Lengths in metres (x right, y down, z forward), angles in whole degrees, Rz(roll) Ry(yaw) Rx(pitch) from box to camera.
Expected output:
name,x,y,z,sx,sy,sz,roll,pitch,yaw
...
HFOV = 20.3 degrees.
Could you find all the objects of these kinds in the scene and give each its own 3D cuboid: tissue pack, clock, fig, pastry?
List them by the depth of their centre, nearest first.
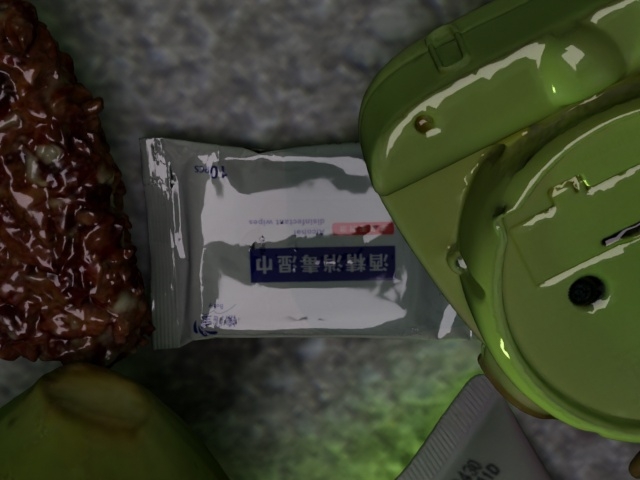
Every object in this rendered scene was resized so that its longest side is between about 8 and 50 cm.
name,x,y,z,sx,sy,sz,roll,pitch,yaw
clock,0.177,0.004,0.925,0.235,0.096,0.308,-27,114,6
fig,-0.129,0.183,0.939,0.207,0.207,0.230,-13,142,7
pastry,-0.155,-0.028,0.940,0.115,0.097,0.208,-18,108,2
tissue pack,0.000,0.000,0.979,0.193,0.026,0.123,-1,108,2

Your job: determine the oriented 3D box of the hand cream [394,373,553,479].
name,x,y,z,sx,sy,sz,roll,pitch,yaw
hand cream,0.139,0.266,1.008,0.359,0.185,0.118,54,147,-14
